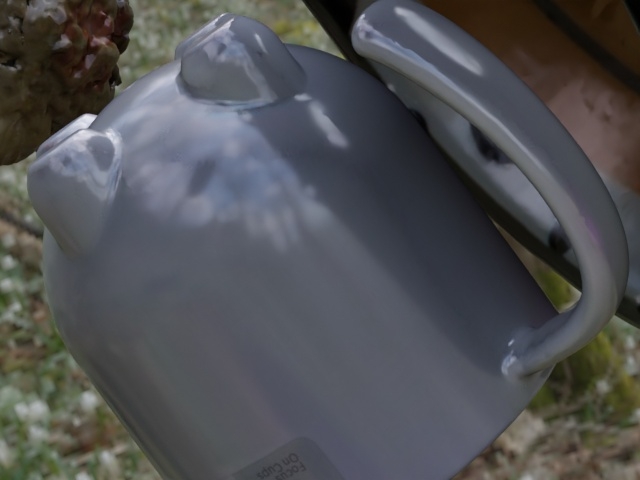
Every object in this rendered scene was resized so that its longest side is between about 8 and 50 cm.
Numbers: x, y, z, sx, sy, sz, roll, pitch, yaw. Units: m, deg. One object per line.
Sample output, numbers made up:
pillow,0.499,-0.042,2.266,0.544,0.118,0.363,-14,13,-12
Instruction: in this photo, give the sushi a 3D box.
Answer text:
sushi,-0.254,-0.169,1.209,0.219,0.238,0.225,23,40,11

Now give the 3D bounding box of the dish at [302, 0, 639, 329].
dish,0.078,-0.106,0.518,0.120,0.303,0.303,-39,27,-9

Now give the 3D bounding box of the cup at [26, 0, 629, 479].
cup,-0.010,0.007,0.505,0.134,0.142,0.173,-39,12,-15
